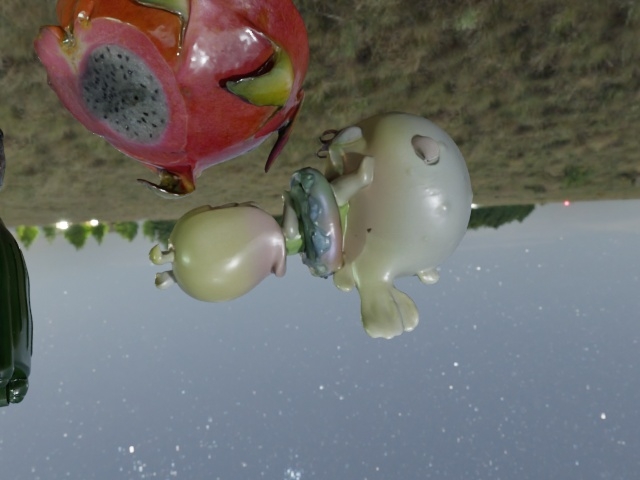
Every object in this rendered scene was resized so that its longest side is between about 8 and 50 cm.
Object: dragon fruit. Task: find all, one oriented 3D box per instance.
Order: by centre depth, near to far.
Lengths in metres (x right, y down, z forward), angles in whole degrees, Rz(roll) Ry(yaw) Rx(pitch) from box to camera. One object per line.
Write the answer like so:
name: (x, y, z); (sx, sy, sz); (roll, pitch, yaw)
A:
dragon fruit: (-0.160, -0.188, 0.639); (0.290, 0.291, 0.189); (-1, -132, 31)

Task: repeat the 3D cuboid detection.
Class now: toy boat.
toy boat: (-0.326, 0.065, 0.595); (0.052, 0.210, 0.104); (-10, 158, -17)

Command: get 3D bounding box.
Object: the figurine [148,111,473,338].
figurine: (0.000, 0.000, 0.689); (0.394, 0.275, 0.227); (-14, 154, -14)

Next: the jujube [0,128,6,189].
jujube: (-0.286, -0.060, 0.291); (0.225, 0.226, 0.317); (-4, 177, -13)
